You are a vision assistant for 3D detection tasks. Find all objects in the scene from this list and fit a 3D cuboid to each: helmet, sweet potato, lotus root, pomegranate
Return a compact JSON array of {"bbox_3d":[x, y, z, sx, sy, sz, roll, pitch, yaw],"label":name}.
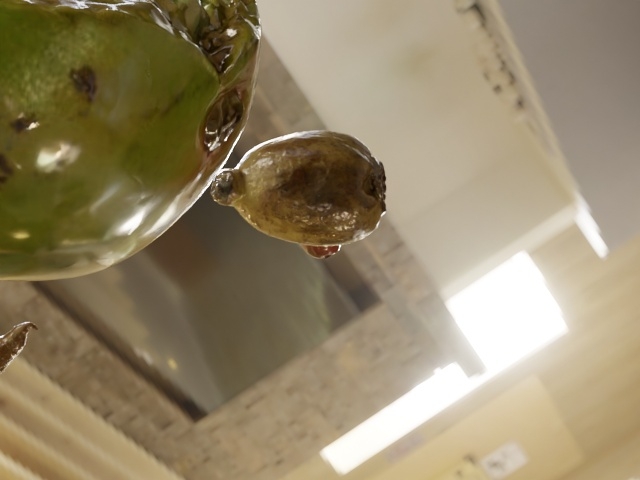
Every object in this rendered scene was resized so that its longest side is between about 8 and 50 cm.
[{"bbox_3d":[0.000,0.001,1.973,0.084,0.065,0.049,36,-135,-74],"label":"helmet"},{"bbox_3d":[-0.432,0.167,1.690,0.060,0.206,0.068,55,173,-26],"label":"sweet potato"},{"bbox_3d":[-0.023,-0.063,1.607,0.138,0.214,0.138,-176,90,-77],"label":"lotus root"},{"bbox_3d":[-0.216,-0.098,0.854,0.310,0.359,0.216,-46,-33,-59],"label":"pomegranate"}]
